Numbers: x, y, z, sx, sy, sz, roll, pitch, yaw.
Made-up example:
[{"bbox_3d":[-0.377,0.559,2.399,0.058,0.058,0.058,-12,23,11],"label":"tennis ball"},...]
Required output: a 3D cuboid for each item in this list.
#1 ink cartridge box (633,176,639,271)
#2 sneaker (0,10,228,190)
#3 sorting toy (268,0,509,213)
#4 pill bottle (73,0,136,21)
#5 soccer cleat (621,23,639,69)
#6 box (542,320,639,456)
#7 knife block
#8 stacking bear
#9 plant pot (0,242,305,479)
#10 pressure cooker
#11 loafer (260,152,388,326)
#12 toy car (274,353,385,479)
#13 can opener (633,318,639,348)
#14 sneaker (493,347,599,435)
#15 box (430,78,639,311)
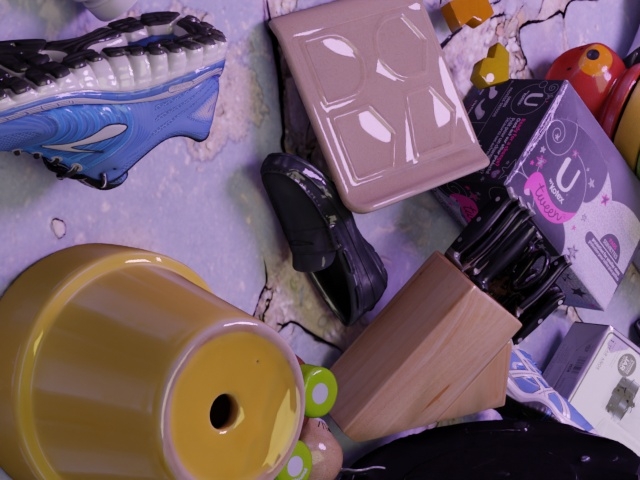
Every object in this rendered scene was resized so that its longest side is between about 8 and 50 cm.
[{"bbox_3d":[0.466,-0.037,2.023,0.128,0.127,0.176,-54,126,-23],"label":"ink cartridge box"},{"bbox_3d":[-0.232,-0.101,1.396,0.330,0.130,0.147,-13,121,-25],"label":"sneaker"},{"bbox_3d":[0.097,-0.168,1.706,0.307,0.041,0.229,-22,86,-39],"label":"sorting toy"},{"bbox_3d":[-0.225,-0.268,1.425,0.137,0.078,0.078,44,66,-35],"label":"pill bottle"},{"bbox_3d":[0.448,-0.238,2.009,0.116,0.108,0.318,27,79,-58],"label":"soccer cleat"},{"bbox_3d":[0.402,0.249,1.959,0.290,0.087,0.169,35,78,-19],"label":"box"},{"bbox_3d":[0.133,0.073,1.682,0.275,0.088,0.242,-11,121,-22],"label":"knife block"},{"bbox_3d":[0.401,-0.147,1.861,0.175,0.289,0.164,-56,159,-25],"label":"stacking bear"},{"bbox_3d":[-0.151,0.137,1.427,0.254,0.239,0.254,-5,98,-40],"label":"plant pot"},{"bbox_3d":[0.193,0.444,1.661,0.369,0.375,0.421,-8,107,0],"label":"pressure cooker"},{"bbox_3d":[0.000,0.000,1.652,0.078,0.076,0.223,-57,131,-31],"label":"loafer"},{"bbox_3d":[-0.020,0.201,1.606,0.188,0.155,0.149,29,75,-42],"label":"toy car"},{"bbox_3d":[0.414,0.155,2.057,0.186,0.073,0.059,-25,148,-33],"label":"can opener"},{"bbox_3d":[0.243,0.175,1.833,0.211,0.080,0.081,35,56,0],"label":"sneaker"},{"bbox_3d":[0.262,-0.053,1.833,0.247,0.142,0.163,47,65,-34],"label":"box"}]
